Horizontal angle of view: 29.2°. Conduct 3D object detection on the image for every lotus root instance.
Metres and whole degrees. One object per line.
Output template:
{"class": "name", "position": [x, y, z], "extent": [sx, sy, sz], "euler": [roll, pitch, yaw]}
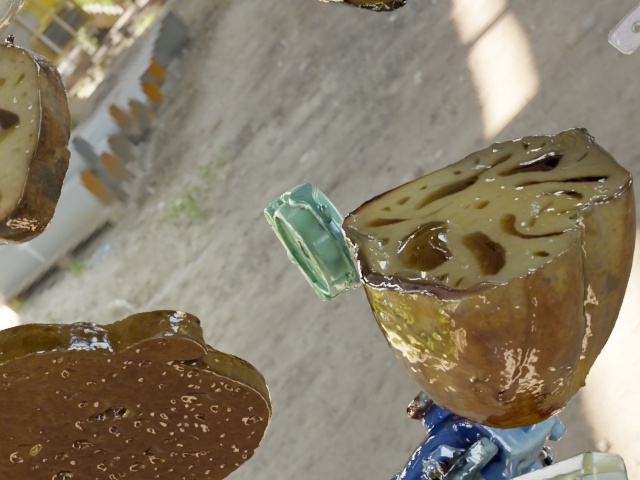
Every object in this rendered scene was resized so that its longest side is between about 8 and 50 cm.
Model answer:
{"class": "lotus root", "position": [-0.334, -0.119, 1.239], "extent": [0.170, 0.074, 0.260], "euler": [-27, 67, 18]}
{"class": "lotus root", "position": [0.131, 0.046, 0.837], "extent": [0.188, 0.180, 0.199], "euler": [-20, 22, -2]}

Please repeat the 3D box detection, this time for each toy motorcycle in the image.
{"class": "toy motorcycle", "position": [0.172, 0.270, 1.372], "extent": [0.319, 0.182, 0.241], "euler": [-27, -50, -56]}

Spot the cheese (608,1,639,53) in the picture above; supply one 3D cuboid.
{"class": "cheese", "position": [0.432, -0.321, 1.426], "extent": [0.255, 0.050, 0.127], "euler": [-46, 53, 7]}

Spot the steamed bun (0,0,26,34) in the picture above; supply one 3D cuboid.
{"class": "steamed bun", "position": [-0.323, -0.200, 0.881], "extent": [0.228, 0.177, 0.130], "euler": [-30, 35, -4]}

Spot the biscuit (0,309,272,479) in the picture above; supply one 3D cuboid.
{"class": "biscuit", "position": [-0.245, 0.191, 1.441], "extent": [0.350, 0.394, 0.070], "euler": [-49, 38, 31]}

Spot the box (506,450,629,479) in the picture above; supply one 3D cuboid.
{"class": "box", "position": [0.196, 0.305, 1.061], "extent": [0.270, 0.045, 0.210], "euler": [135, 130, -64]}

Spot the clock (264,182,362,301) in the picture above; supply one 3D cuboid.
{"class": "clock", "position": [0.000, 0.000, 1.600], "extent": [0.066, 0.159, 0.211], "euler": [-35, 1, -11]}

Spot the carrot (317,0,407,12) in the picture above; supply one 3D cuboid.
{"class": "carrot", "position": [0.019, -0.295, 1.333], "extent": [0.173, 0.082, 0.082], "euler": [15, 60, 30]}
